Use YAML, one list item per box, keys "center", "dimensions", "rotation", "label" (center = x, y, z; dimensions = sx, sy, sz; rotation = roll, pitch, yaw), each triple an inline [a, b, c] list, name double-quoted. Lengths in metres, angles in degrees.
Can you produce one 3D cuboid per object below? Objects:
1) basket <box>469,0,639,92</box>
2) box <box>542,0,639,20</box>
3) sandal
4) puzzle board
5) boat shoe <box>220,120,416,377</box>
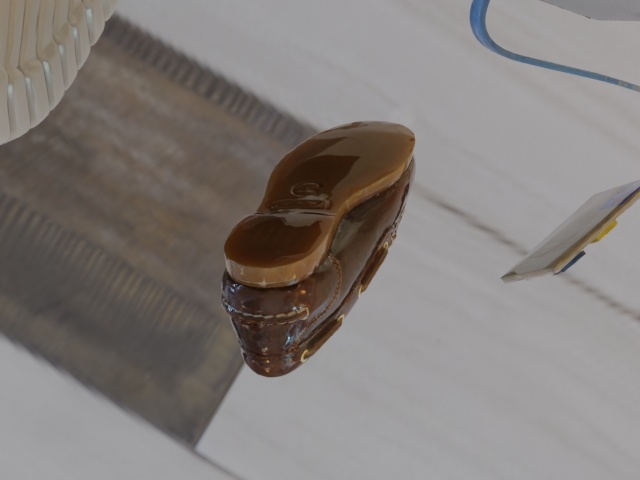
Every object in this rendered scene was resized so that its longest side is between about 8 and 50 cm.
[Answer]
- center: [0.262, -0.245, 1.378]
  dimensions: [0.255, 0.201, 0.289]
  rotation: [14, 102, -18]
  label: "basket"
- center: [0.082, -0.133, 0.705]
  dimensions: [0.183, 0.232, 0.059]
  rotation: [16, 93, -19]
  label: "box"
- center: [-0.180, -0.183, 1.101]
  dimensions: [0.102, 0.416, 0.169]
  rotation: [8, 123, 11]
  label: "sandal"
- center: [0.179, -0.005, 1.306]
  dimensions: [0.096, 0.128, 0.011]
  rotation: [-41, 94, -11]
  label: "puzzle board"
- center: [0.000, 0.000, 1.028]
  dimensions: [0.073, 0.207, 0.073]
  rotation: [5, 118, 24]
  label: "boat shoe"
